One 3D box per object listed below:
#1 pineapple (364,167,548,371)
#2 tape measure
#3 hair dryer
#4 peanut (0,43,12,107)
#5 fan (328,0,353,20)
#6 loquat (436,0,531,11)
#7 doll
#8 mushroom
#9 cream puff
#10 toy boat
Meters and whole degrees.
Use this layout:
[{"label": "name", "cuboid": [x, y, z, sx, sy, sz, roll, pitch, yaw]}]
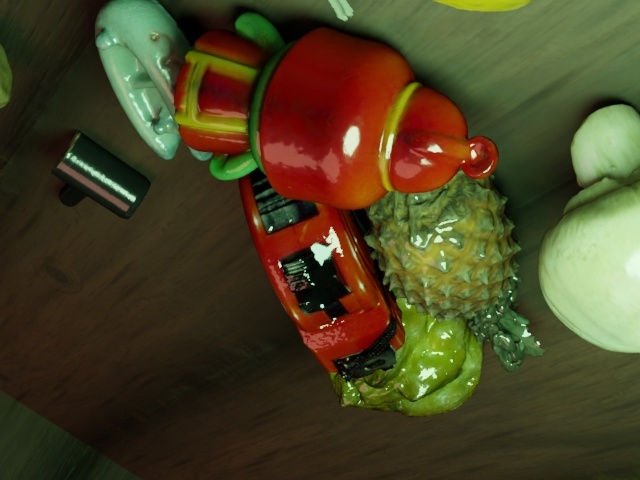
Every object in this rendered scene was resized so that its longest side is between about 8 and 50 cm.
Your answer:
[{"label": "pineapple", "cuboid": [0.167, 0.042, 1.767, 0.175, 0.175, 0.361, 12, 152, 33]}, {"label": "tape measure", "cuboid": [0.000, -0.001, 1.775, 0.114, 0.253, 0.260, -21, 142, 9]}, {"label": "hair dryer", "cuboid": [-0.329, -0.073, 2.224, 0.128, 0.070, 0.255, 33, 163, -10]}, {"label": "peanut", "cuboid": [-0.571, -0.260, 1.978, 0.387, 0.169, 0.192, 26, 154, 7]}, {"label": "fan", "cuboid": [-0.089, -0.357, 1.268, 0.415, 0.012, 0.233, 56, 163, -5]}, {"label": "loquat", "cuboid": [0.128, -0.296, 1.068, 0.275, 0.275, 0.275, 24, 155, 12]}, {"label": "doll", "cuboid": [0.013, -0.125, 1.595, 0.363, 0.183, 0.160, 15, -178, 21]}, {"label": "mushroom", "cuboid": [0.319, -0.020, 1.459, 0.260, 0.254, 0.234, 57, -168, -79]}, {"label": "cream puff", "cuboid": [0.092, 0.126, 2.001, 0.244, 0.196, 0.244, 10, 177, 1]}, {"label": "toy boat", "cuboid": [-0.196, -0.179, 1.760, 0.134, 0.079, 0.208, 10, 128, 50]}]
